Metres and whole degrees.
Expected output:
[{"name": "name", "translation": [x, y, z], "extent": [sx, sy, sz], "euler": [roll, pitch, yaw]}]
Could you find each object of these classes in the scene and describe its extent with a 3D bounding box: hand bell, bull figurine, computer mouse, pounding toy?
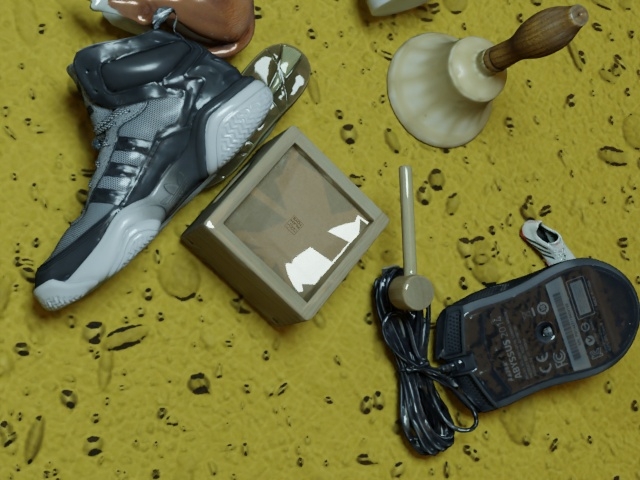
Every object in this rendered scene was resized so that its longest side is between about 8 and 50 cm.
[{"name": "hand bell", "translation": [0.171, -0.176, 0.995], "extent": [0.126, 0.242, 0.126], "euler": [4, 80, -22]}, {"name": "bull figurine", "translation": [-0.132, -0.324, 0.970], "extent": [0.188, 0.101, 0.310], "euler": [0, 79, -19]}, {"name": "computer mouse", "translation": [0.189, 0.092, 1.061], "extent": [0.272, 0.072, 0.188], "euler": [-14, 89, -12]}, {"name": "pounding toy", "translation": [0.010, -0.003, 0.979], "extent": [0.206, 0.094, 0.181], "euler": [44, 69, -11]}]

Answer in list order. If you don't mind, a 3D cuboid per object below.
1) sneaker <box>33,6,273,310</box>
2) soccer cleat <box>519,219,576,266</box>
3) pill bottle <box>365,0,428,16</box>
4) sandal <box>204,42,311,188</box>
[{"name": "sneaker", "translation": [-0.178, -0.075, 0.898], "extent": [0.153, 0.101, 0.268], "euler": [44, 83, -6]}, {"name": "soccer cleat", "translation": [0.248, 0.008, 1.111], "extent": [0.083, 0.035, 0.029], "euler": [42, 68, -11]}, {"name": "pill bottle", "translation": [0.055, -0.342, 1.038], "extent": [0.124, 0.124, 0.221], "euler": [-20, 91, -24]}, {"name": "sandal", "translation": [-0.082, -0.112, 0.978], "extent": [0.180, 0.049, 0.072], "euler": [-43, 96, -5]}]
